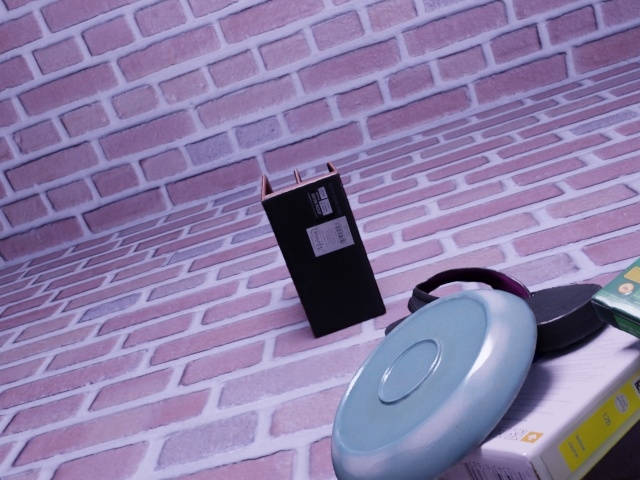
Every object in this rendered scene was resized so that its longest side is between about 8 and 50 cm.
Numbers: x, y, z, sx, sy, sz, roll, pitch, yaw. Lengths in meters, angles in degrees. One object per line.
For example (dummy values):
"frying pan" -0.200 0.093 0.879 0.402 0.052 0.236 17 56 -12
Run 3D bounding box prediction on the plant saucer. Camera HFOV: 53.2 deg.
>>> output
"plant saucer" 0.120 0.170 0.784 0.317 0.044 0.317 -44 11 11

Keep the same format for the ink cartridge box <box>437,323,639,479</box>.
"ink cartridge box" 0.250 0.189 0.779 0.307 0.072 0.303 -25 -2 -29

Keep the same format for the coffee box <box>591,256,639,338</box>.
"coffee box" 0.393 0.036 0.665 0.184 0.040 0.113 -37 26 -9

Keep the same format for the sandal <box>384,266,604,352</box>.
"sandal" 0.237 0.093 0.974 0.167 0.107 0.446 -27 2 -27

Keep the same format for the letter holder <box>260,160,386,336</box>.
"letter holder" 0.000 0.000 1.294 0.152 0.302 0.214 -20 20 1
